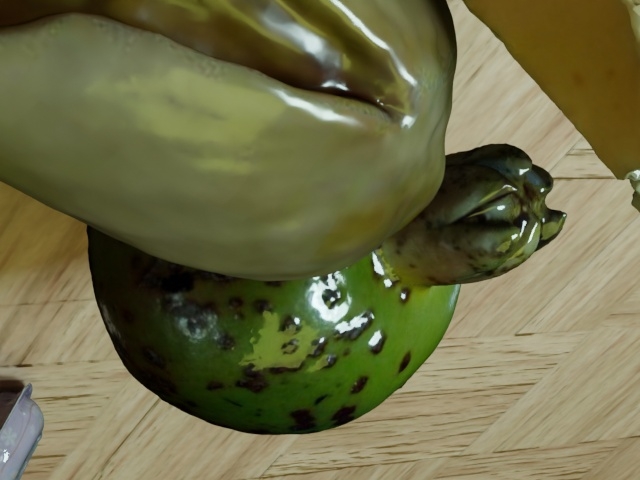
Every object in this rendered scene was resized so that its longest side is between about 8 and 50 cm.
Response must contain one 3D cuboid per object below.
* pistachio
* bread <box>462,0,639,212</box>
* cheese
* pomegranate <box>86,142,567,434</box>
[{"bbox_3d":[-0.074,-0.084,0.777,0.288,0.166,0.197,23,166,-17],"label":"pistachio"},{"bbox_3d":[0.154,-0.150,0.805,0.211,0.224,0.183,-38,156,12],"label":"bread"},{"bbox_3d":[-0.214,0.151,1.218,0.042,0.105,0.191,28,145,-3],"label":"cheese"},{"bbox_3d":[0.000,0.000,0.952,0.248,0.202,0.202,-13,163,36],"label":"pomegranate"}]
